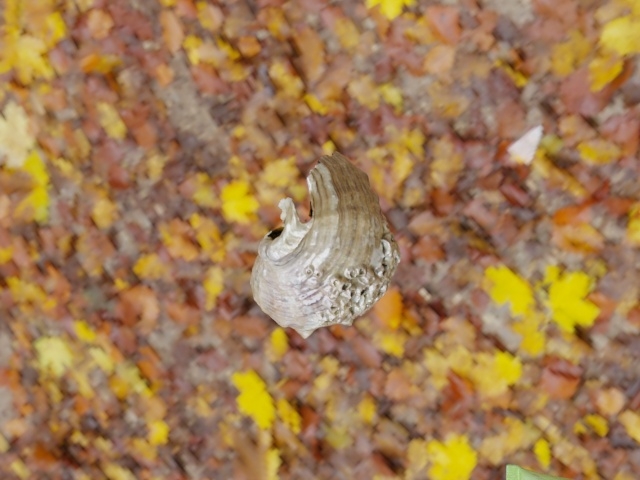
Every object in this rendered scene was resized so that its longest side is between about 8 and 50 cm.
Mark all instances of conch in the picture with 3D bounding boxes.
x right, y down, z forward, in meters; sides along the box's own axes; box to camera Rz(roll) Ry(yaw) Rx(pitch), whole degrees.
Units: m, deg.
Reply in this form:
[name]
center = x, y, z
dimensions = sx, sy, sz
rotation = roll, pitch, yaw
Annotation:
[conch]
center = 0.000, 0.000, 1.480
dimensions = 0.163, 0.178, 0.245
rotation = 2, 158, 11

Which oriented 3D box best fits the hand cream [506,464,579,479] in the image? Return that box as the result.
[hand cream]
center = 0.215, 0.209, 0.979
dimensions = 0.175, 0.095, 0.046
rotation = 3, 157, 6
